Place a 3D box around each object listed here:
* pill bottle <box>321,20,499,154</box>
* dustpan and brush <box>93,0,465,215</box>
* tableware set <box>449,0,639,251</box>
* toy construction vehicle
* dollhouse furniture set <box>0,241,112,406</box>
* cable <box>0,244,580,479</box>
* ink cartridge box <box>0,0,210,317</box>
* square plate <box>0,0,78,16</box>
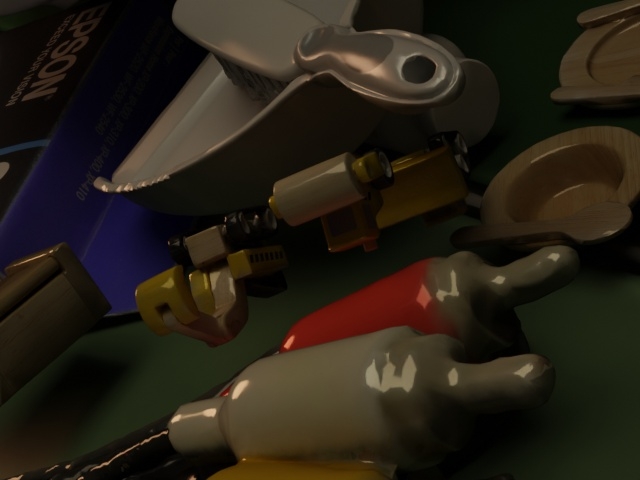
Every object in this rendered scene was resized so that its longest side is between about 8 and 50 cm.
[{"bbox_3d":[0.025,-0.054,0.525,0.043,0.043,0.083,-43,34,-19],"label":"pill bottle"},{"bbox_3d":[-0.005,-0.059,0.470,0.147,0.060,0.211,-53,37,-4],"label":"dustpan and brush"},{"bbox_3d":[0.121,-0.041,0.447,0.141,0.020,0.169,-3,41,37],"label":"tableware set"},{"bbox_3d":[0.000,0.000,0.417,0.085,0.035,0.098,-22,-1,16],"label":"toy construction vehicle"},{"bbox_3d":[-0.197,0.048,0.494,0.161,0.101,0.182,-16,22,51],"label":"dollhouse furniture set"},{"bbox_3d":[-0.056,0.060,0.408,0.287,0.072,0.139,-12,31,29],"label":"cable"},{"bbox_3d":[-0.133,-0.031,0.629,0.208,0.045,0.206,-14,35,24],"label":"ink cartridge box"},{"bbox_3d":[-0.021,-0.207,0.694,0.344,0.049,0.347,-34,13,3],"label":"square plate"}]
